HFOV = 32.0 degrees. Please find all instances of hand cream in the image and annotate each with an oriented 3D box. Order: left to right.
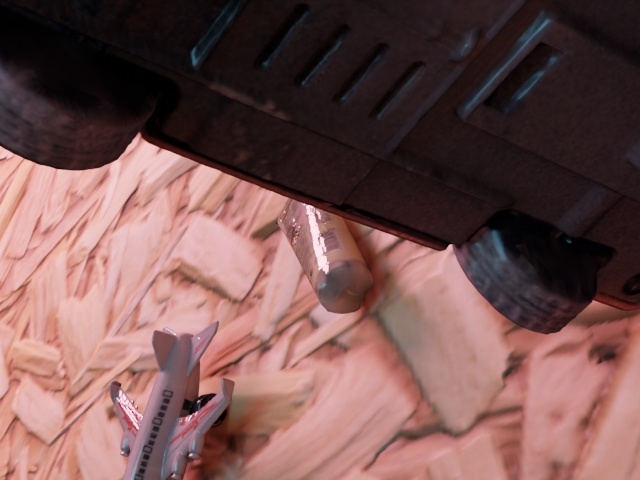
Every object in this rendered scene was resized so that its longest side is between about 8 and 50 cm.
[{"bbox_3d":[0.000,0.000,0.784,0.061,0.039,0.143,-63,28,24],"label":"hand cream"}]

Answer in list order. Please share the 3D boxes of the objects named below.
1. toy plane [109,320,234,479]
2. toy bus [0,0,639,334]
[{"bbox_3d":[-0.115,0.146,0.843,0.162,0.065,0.171,-11,70,49],"label":"toy plane"},{"bbox_3d":[0.037,-0.133,0.460,0.203,0.427,0.233,-48,40,29],"label":"toy bus"}]
